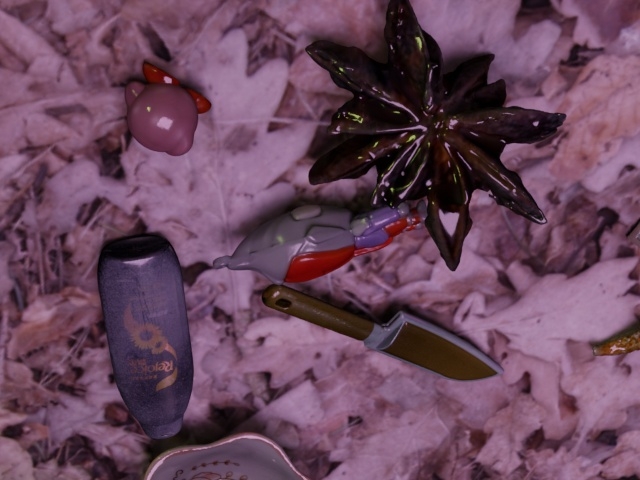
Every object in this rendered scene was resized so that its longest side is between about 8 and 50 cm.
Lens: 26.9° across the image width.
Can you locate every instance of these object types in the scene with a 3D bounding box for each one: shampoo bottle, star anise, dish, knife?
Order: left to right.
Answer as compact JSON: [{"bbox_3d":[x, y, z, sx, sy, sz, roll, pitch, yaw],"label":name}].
[{"bbox_3d":[-0.180,0.105,1.407,0.087,0.049,0.234,-8,121,-8],"label":"shampoo bottle"},{"bbox_3d":[-0.106,0.311,1.516,0.229,0.081,0.229,-1,102,-5],"label":"dish"},{"bbox_3d":[0.080,0.104,1.463,0.343,0.027,0.061,25,122,-36],"label":"knife"},{"bbox_3d":[0.108,-0.108,1.295,0.282,0.129,0.212,32,88,5],"label":"star anise"}]

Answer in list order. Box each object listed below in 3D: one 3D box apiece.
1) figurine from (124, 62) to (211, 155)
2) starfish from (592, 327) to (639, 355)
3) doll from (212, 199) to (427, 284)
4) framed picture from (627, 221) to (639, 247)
[{"bbox_3d":[-0.151,-0.121,1.273,0.083,0.067,0.071,33,87,-12],"label":"figurine"},{"bbox_3d":[0.525,0.081,1.574,0.357,0.078,0.347,16,110,-20],"label":"starfish"},{"bbox_3d":[0.000,0.000,1.372,0.227,0.102,0.075,-13,78,-10],"label":"doll"},{"bbox_3d":[0.430,-0.026,1.484,0.109,0.011,0.149,39,107,9],"label":"framed picture"}]
